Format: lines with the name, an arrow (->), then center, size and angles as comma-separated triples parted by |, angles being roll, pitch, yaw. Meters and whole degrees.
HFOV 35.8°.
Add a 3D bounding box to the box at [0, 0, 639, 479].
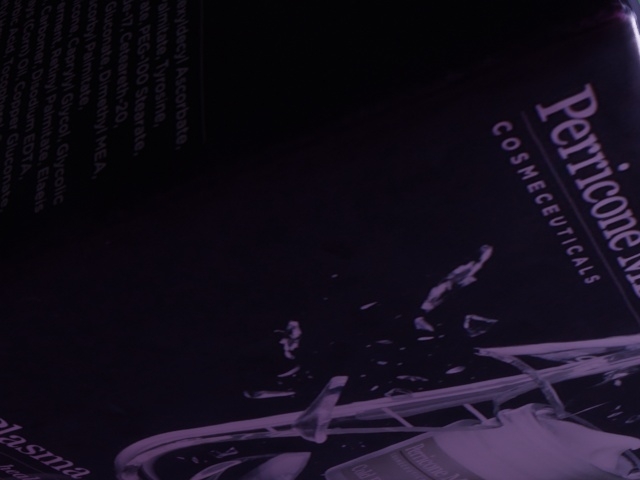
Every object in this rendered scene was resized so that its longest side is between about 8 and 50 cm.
box -> 0.000, 0.000, 0.651 | 0.472, 0.297, 0.480 | -21, 141, 21
